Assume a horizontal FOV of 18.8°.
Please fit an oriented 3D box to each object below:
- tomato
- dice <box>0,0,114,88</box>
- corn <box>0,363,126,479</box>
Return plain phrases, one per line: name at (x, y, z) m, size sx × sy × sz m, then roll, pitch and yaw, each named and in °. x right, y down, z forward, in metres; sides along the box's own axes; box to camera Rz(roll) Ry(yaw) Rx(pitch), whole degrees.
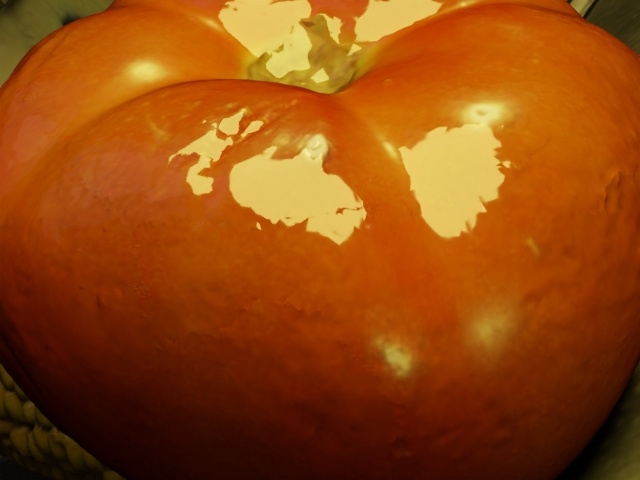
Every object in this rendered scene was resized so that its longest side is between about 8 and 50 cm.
tomato at (-0.001, 0.002, 0.677) m, size 0.260 × 0.180 × 0.260 m, roll -5°, pitch 28°, yaw 3°
dice at (-0.230, -0.038, 1.546) m, size 0.259 × 0.251 × 0.243 m, roll -40°, pitch 13°, yaw 21°
corn at (-0.154, 0.049, 1.020) m, size 0.347 × 0.130 × 0.130 m, roll 18°, pitch 59°, yaw 44°
